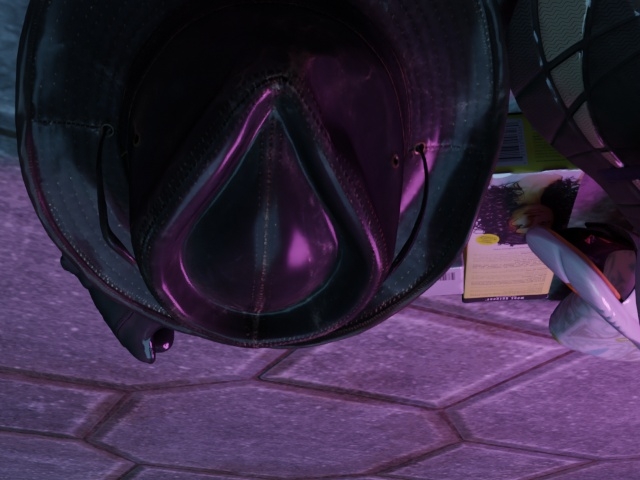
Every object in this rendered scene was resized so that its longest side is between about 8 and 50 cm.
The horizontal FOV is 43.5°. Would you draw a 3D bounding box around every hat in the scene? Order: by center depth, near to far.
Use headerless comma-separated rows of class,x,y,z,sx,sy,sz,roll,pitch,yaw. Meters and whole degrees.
hat,-0.035,-0.038,0.452,0.331,0.134,0.331,0,120,0

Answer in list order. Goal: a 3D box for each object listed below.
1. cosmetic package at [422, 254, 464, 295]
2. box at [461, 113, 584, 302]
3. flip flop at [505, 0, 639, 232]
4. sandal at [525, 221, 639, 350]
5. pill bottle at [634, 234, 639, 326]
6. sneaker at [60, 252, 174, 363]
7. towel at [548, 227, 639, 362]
cosmetic package,0.000,0.000,0.692,0.239,0.099,0.060,-4,154,9
box,0.166,-0.018,0.697,0.087,0.058,0.232,-4,152,8
flip flop,0.222,-0.086,0.537,0.277,0.080,0.112,38,158,-30
sandal,0.260,0.036,0.664,0.076,0.102,0.265,-48,134,10
pill bottle,0.411,0.040,0.469,0.407,0.229,0.229,11,150,-25
sneaker,-0.053,-0.001,0.606,0.286,0.130,0.109,-26,-176,21
towel,0.455,0.043,0.775,0.374,0.090,0.320,4,151,-5
